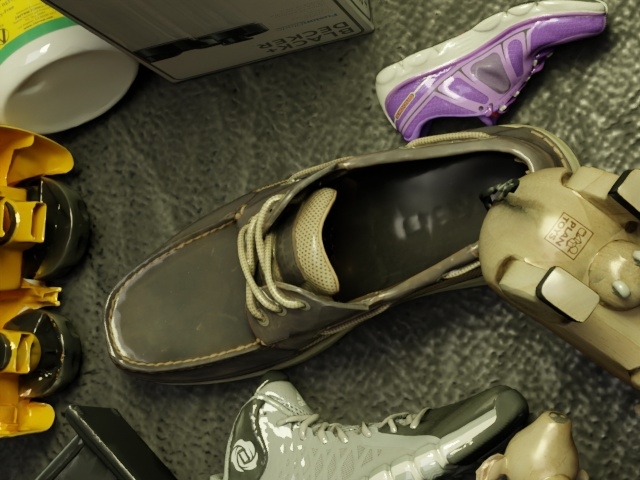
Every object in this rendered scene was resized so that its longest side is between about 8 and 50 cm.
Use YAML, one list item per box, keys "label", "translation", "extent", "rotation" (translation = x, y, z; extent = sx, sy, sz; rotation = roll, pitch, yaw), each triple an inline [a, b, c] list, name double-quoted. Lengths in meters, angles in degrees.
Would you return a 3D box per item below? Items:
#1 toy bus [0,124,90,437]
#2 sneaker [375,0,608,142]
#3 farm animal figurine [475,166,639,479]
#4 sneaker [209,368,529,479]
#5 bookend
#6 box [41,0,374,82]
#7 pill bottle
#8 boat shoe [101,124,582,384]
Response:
- label: "toy bus"
  translation: [-0.297, 0.032, 1.063]
  extent: [0.211, 0.149, 0.220]
  rotation: [-2, 83, 31]
- label: "sneaker"
  translation: [0.124, -0.118, 0.996]
  extent: [0.170, 0.068, 0.071]
  rotation: [-24, 90, 21]
- label: "farm animal figurine"
  translation: [0.199, 0.084, 0.855]
  extent: [0.330, 0.172, 0.326]
  rotation: [-37, 98, -9]
- label: "sneaker"
  translation: [0.017, 0.129, 0.971]
  extent: [0.229, 0.086, 0.132]
  rotation: [-34, 71, 11]
- label: "bookend"
  translation: [-0.163, 0.226, 1.018]
  extent: [0.156, 0.072, 0.157]
  rotation: [-46, 71, 6]
- label: "box"
  translation: [-0.082, -0.195, 0.944]
  extent: [0.169, 0.290, 0.087]
  rotation: [-13, 79, 14]
- label: "pill bottle"
  translation: [-0.226, -0.193, 1.077]
  extent: [0.118, 0.117, 0.208]
  rotation: [-31, 70, 11]
- label: "boat shoe"
  translation: [0.000, 0.000, 0.970]
  extent: [0.355, 0.130, 0.132]
  rotation: [-23, 75, 13]
